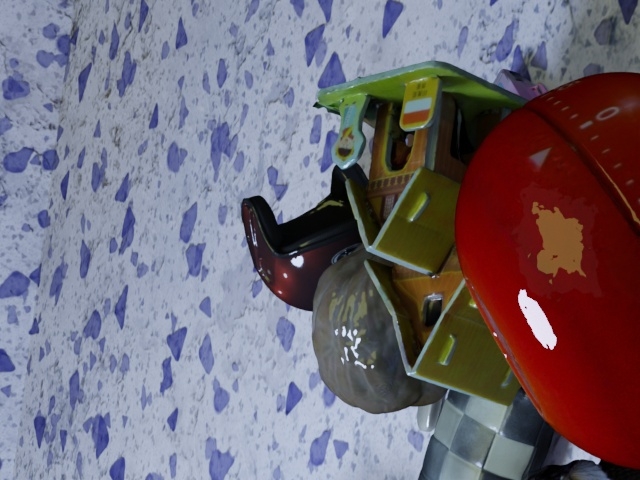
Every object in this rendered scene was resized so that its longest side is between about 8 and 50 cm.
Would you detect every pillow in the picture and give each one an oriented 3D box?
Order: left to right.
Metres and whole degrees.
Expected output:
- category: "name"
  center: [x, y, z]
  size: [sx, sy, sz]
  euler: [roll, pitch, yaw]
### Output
- category: "pillow"
  center: [0.199, 0.229, 2.055]
  size: [0.186, 0.106, 0.250]
  euler: [32, 106, 56]

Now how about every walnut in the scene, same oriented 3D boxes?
- category: "walnut"
  center: [0.093, 0.107, 2.175]
  size: [0.224, 0.224, 0.224]
  euler: [-27, 59, 57]

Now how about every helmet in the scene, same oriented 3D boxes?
- category: "helmet"
  center: [0.000, 0.000, 2.398]
  size: [0.216, 0.189, 0.193]
  euler: [16, 126, 65]

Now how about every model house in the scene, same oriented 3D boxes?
- category: "model house"
  center: [0.187, -0.002, 1.909]
  size: [0.340, 0.300, 0.324]
  euler: [-9, 68, 47]

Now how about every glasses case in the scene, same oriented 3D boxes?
- category: "glasses case"
  center: [0.141, 0.202, 2.260]
  size: [0.032, 0.021, 0.083]
  euler: [18, 98, 62]

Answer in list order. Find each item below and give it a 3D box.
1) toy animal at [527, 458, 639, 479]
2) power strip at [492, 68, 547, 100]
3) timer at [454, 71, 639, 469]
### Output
- category: "toy animal"
  center: [0.289, 0.259, 1.837]
  size: [0.160, 0.272, 0.197]
  euler: [48, 130, 12]
- category: "power strip"
  center: [0.202, -0.083, 2.212]
  size: [0.279, 0.037, 0.109]
  euler: [-62, 34, 32]
- category: "timer"
  center: [0.289, 0.032, 1.663]
  size: [0.279, 0.378, 0.378]
  euler: [-31, 38, -2]
